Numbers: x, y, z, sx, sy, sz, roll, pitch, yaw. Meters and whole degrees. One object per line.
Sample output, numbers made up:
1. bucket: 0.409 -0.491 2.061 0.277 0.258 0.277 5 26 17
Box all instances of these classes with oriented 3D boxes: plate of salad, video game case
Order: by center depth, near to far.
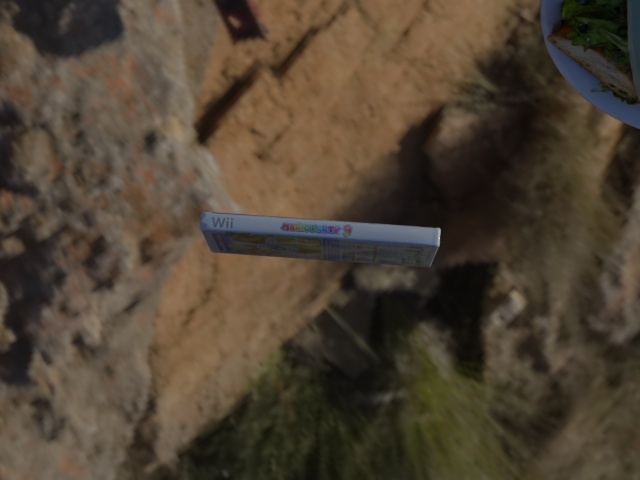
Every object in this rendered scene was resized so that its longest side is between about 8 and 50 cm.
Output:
1. video game case: 0.000 0.000 0.962 0.122 0.087 0.011 4 82 1
2. plate of salad: 0.233 -0.129 1.118 0.200 0.048 0.200 9 137 8

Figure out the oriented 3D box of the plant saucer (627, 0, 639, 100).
1. plant saucer: 0.102 -0.114 0.357 0.037 0.195 0.195 9 110 -1
